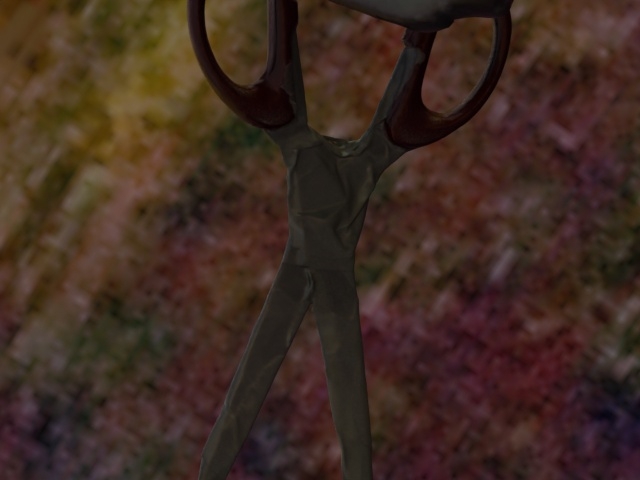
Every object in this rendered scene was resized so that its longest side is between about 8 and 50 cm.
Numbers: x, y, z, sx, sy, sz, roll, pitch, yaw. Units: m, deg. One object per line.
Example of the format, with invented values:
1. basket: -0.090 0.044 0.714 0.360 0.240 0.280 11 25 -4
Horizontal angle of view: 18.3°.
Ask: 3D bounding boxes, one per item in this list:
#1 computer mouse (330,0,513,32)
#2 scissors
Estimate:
1. computer mouse: -0.006 -0.212 0.666 0.389 0.115 0.199 34 81 32
2. scissors: 0.000 0.000 0.847 0.017 0.144 0.247 -160 78 -71
